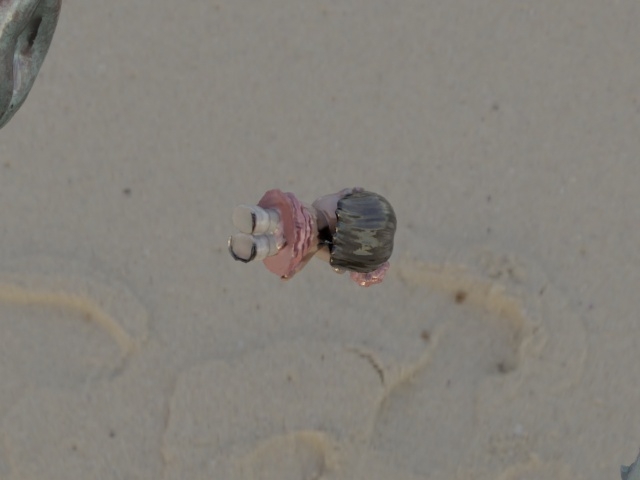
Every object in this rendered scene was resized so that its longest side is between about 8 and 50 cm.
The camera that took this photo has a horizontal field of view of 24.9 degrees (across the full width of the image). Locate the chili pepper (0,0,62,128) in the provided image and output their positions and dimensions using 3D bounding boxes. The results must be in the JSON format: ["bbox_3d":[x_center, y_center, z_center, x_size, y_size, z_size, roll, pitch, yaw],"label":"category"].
[{"bbox_3d":[-0.151,-0.075,0.657,0.041,0.153,0.050,36,21,-14],"label":"chili pepper"}]

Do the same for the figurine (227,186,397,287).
[{"bbox_3d":[0.000,0.000,0.986,0.129,0.072,0.054,-3,6,-42],"label":"figurine"}]

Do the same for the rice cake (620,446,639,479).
[{"bbox_3d":[0.297,0.215,1.336,0.042,0.180,0.030,29,51,16],"label":"rice cake"}]
